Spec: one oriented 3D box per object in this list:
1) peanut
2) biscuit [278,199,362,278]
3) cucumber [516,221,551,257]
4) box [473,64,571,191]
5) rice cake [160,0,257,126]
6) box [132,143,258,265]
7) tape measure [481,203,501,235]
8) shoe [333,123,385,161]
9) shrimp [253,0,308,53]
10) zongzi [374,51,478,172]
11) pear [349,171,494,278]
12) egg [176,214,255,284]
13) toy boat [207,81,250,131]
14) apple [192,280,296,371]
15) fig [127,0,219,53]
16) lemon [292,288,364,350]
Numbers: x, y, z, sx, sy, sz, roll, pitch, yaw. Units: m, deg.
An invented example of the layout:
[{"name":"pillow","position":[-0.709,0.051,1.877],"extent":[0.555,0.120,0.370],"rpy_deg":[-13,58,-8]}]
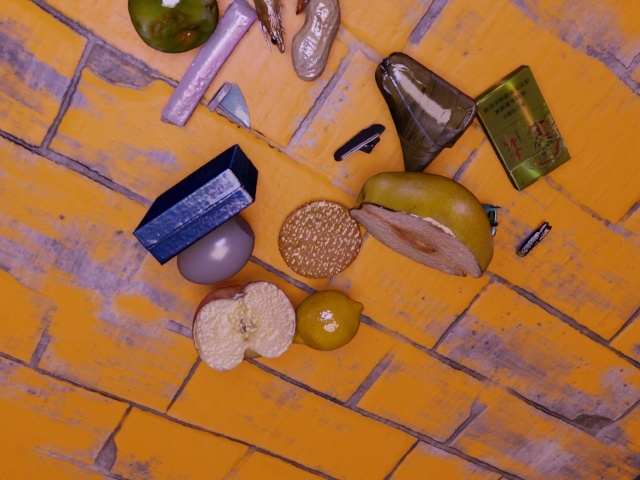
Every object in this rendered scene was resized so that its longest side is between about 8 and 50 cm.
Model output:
[{"name":"peanut","position":[-0.012,-0.494,1.155],"extent":[0.098,0.090,0.214],"rpy_deg":[17,110,-16]},{"name":"biscuit","position":[0.000,0.000,1.410],"extent":[0.254,0.035,0.254],"rpy_deg":[-2,113,-6]},{"name":"cucumber","position":[0.662,-0.001,1.491],"extent":[0.033,0.034,0.135],"rpy_deg":[38,101,-6]},{"name":"box","position":[0.560,-0.304,1.334],"extent":[0.173,0.043,0.311],"rpy_deg":[-34,114,8]},{"name":"rice cake","position":[-0.281,-0.424,1.173],"extent":[0.073,0.056,0.365],"rpy_deg":[35,105,-18]},{"name":"box","position":[-0.299,-0.103,1.202],"extent":[0.279,0.261,0.116],"rpy_deg":[-32,112,8]},{"name":"tape measure","position":[0.456,-0.042,1.421],"extent":[0.146,0.081,0.125],"rpy_deg":[-2,111,-5]},{"name":"shoe","position":[0.110,-0.254,1.297],"extent":[0.159,0.062,0.053],"rpy_deg":[-32,127,7]},{"name":"shrimp","position":[-0.095,-0.570,1.123],"extent":[0.150,0.068,0.248],"rpy_deg":[0,107,-5]},{"name":"zongzi","position":[0.220,-0.303,1.262],"extent":[0.286,0.138,0.300],"rpy_deg":[29,128,-10]},{"name":"pear","position":[0.289,-0.069,1.290],"extent":[0.386,0.340,0.191],"rpy_deg":[33,75,-12]},{"name":"egg","position":[-0.290,0.028,1.311],"extent":[0.232,0.176,0.176],"rpy_deg":[-39,113,18]},{"name":"toy boat","position":[-0.218,-0.341,1.237],"extent":[0.122,0.034,0.096],"rpy_deg":[35,106,-29]},{"name":"apple","position":[-0.231,0.230,1.418],"extent":[0.293,0.163,0.251],"rpy_deg":[-13,105,-14]},{"name":"fig","position":[-0.340,-0.566,1.054],"extent":[0.206,0.206,0.275],"rpy_deg":[-24,82,4]},{"name":"lemon","position":[0.017,0.240,1.442],"extent":[0.244,0.187,0.187],"rpy_deg":[-28,115,11]}]
